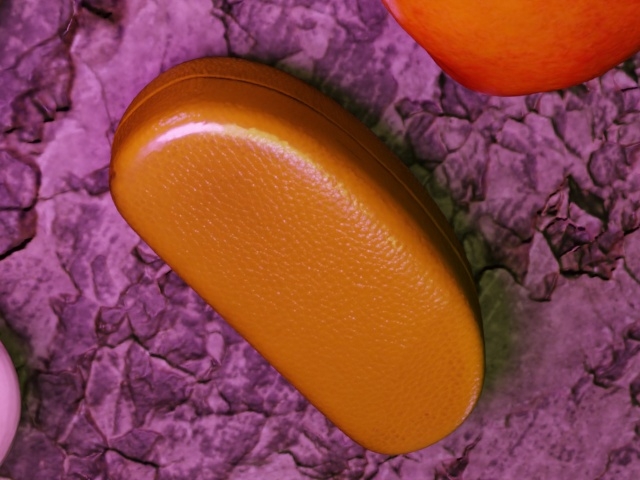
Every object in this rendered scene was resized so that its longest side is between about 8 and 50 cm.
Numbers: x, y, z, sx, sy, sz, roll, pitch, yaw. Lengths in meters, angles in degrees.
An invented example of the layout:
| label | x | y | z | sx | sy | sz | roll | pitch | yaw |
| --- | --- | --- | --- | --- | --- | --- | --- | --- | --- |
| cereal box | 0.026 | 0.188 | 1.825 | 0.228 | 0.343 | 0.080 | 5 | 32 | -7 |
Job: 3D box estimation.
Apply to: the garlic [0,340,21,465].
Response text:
| label | x | y | z | sx | sy | sz | roll | pitch | yaw |
| --- | --- | --- | --- | --- | --- | --- | --- | --- | --- |
| garlic | -0.366 | 0.137 | 1.315 | 0.281 | 0.184 | 0.203 | -24 | 88 | 20 |

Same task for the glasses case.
| label | x | y | z | sx | sy | sz | roll | pitch | yaw |
| --- | --- | --- | --- | --- | --- | --- | --- | --- | --- |
| glasses case | 0.000 | 0.000 | 1.344 | 0.173 | 0.141 | 0.371 | -36 | 114 | 20 |

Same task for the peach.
| label | x | y | z | sx | sy | sz | roll | pitch | yaw |
| --- | --- | --- | --- | --- | --- | --- | --- | --- | --- |
| peach | 0.162 | -0.251 | 1.207 | 0.289 | 0.289 | 0.308 | -6 | 106 | -9 |
